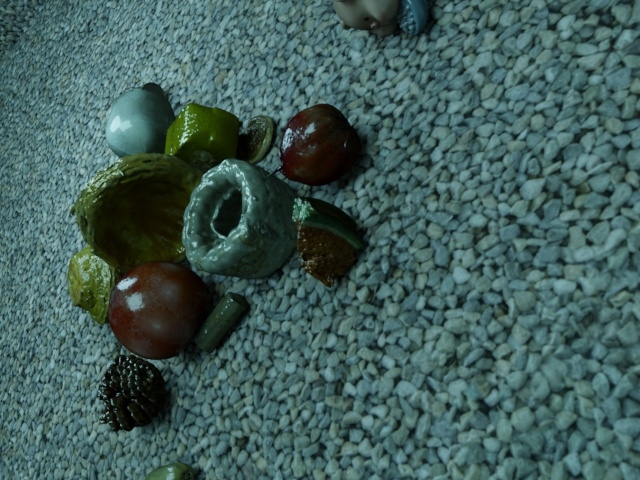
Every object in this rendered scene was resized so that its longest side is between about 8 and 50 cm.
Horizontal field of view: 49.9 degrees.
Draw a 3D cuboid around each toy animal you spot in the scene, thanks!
[{"bbox_3d":[0.146,-0.595,1.581,0.229,0.210,0.221,10,89,12],"label":"toy animal"}]

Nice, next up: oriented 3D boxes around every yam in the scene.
[{"bbox_3d":[-0.256,0.206,1.760,0.169,0.068,0.068,-52,45,16],"label":"yam"}]

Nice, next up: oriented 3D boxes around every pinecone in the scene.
[{"bbox_3d":[-0.514,0.416,1.864,0.204,0.179,0.184,-51,21,41],"label":"pinecone"}]

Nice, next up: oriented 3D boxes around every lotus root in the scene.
[{"bbox_3d":[-0.390,0.604,1.720,0.183,0.090,0.077,-33,58,36],"label":"lotus root"}]

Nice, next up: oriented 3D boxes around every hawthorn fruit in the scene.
[{"bbox_3d":[-0.026,-0.210,1.608,0.235,0.181,0.181,-28,55,16],"label":"hawthorn fruit"}]

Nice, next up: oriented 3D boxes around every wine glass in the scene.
[{"bbox_3d":[-0.560,-0.293,2.144,0.238,0.238,0.323,-20,66,39],"label":"wine glass"}]

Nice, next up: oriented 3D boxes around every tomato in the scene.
[{"bbox_3d":[-0.432,0.177,1.805,0.264,0.265,0.265,-19,62,39],"label":"tomato"}]

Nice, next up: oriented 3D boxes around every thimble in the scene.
[{"bbox_3d":[-0.189,-0.045,1.703,0.291,0.195,0.292,-13,70,40],"label":"thimble"}]

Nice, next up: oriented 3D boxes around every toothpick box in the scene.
[{"bbox_3d":[-0.623,-0.468,2.365,0.180,0.111,0.111,-10,67,41],"label":"toothpick box"}]

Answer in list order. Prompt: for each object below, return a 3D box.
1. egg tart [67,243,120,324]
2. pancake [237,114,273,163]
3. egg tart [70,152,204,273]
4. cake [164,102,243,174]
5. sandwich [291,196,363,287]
[{"bbox_3d":[-0.716,0.126,2.157,0.294,0.123,0.294,12,104,56],"label":"egg tart"},{"bbox_3d":[-0.183,-0.283,1.911,0.158,0.028,0.158,-23,58,41],"label":"pancake"},{"bbox_3d":[-0.480,-0.087,1.886,0.388,0.387,0.169,-51,37,18],"label":"egg tart"},{"bbox_3d":[-0.323,-0.270,1.917,0.260,0.179,0.156,-27,58,56],"label":"cake"},{"bbox_3d":[-0.006,-0.004,1.515,0.160,0.184,0.109,-56,37,8],"label":"sandwich"}]
